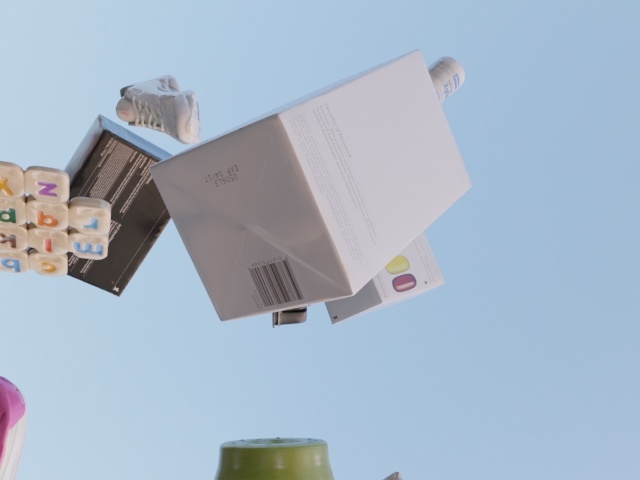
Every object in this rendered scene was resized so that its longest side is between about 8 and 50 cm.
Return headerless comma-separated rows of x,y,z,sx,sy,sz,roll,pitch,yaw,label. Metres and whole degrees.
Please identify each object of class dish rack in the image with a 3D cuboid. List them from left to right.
-0.047,0.005,1.408,0.074,0.271,0.208,3,-48,-1,dish rack

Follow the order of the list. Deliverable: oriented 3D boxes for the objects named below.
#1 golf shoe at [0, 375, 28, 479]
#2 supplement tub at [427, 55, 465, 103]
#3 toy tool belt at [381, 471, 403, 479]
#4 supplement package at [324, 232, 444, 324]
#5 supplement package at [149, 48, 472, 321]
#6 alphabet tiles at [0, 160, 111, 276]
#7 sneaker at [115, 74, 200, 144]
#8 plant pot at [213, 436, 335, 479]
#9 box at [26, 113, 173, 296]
-0.333,0.254,0.681,0.115,0.140,0.306,28,-86,16,golf shoe
0.216,-0.295,1.440,0.071,0.107,0.071,37,-27,22,supplement tub
0.138,0.514,1.552,0.083,0.052,0.051,-30,-107,-7,toy tool belt
0.117,0.067,1.531,0.134,0.244,0.139,-28,-100,36,supplement package
0.006,-0.066,0.800,0.177,0.293,0.175,-15,-76,38,supplement package
-0.445,-0.030,1.075,0.278,0.284,0.021,116,-24,-54,alphabet tiles
-0.264,-0.202,1.214,0.232,0.115,0.090,-141,-135,-56,sneaker
-0.097,0.608,1.624,0.366,0.366,0.353,-10,-104,38,plant pot
-0.370,-0.057,1.328,0.261,0.184,0.103,-54,-149,9,box
